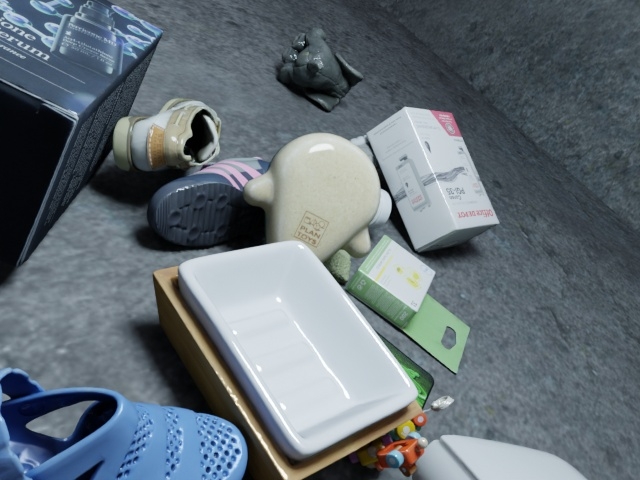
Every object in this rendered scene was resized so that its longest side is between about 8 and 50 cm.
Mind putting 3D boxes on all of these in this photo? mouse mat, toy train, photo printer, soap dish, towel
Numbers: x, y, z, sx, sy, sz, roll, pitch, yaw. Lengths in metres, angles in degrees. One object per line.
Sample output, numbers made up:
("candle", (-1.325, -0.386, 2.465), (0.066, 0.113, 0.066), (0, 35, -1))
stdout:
("mouse mat", (0.083, 0.189, 0.965), (0.190, 0.007, 0.152), (39, 30, 5))
("toy train", (0.108, 0.253, 0.796), (0.166, 0.125, 0.046), (-19, 85, -56))
("photo printer", (0.279, 0.358, 0.722), (0.256, 0.107, 0.307), (19, 11, -27))
("soap dish", (-0.045, 0.140, 0.775), (0.229, 0.118, 0.290), (-11, 53, -45))
("towel", (0.000, 0.000, 1.075), (0.148, 0.027, 0.110), (35, 49, -28))

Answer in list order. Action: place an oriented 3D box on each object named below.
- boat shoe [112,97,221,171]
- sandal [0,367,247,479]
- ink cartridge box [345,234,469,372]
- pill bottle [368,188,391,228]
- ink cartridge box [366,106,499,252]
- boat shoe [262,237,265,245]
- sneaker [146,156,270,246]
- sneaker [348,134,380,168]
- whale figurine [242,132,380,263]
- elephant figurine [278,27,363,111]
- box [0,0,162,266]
("boat shoe", (-0.210, -0.161, 1.010), (0.104, 0.113, 0.302), (5, 21, 9))
("sandal", (-0.197, 0.185, 0.559), (0.318, 0.138, 0.126), (12, 35, -38))
("ink cartridge box", (0.172, 0.105, 1.129), (0.235, 0.056, 0.171), (36, 29, 5))
("pill bottle", (0.035, -0.075, 1.189), (0.194, 0.108, 0.108), (10, 39, -37))
("ink cartridge box", (0.247, -0.132, 1.380), (0.207, 0.117, 0.282), (-8, 72, -50))
("boat shoe", (-0.055, 0.008, 1.061), (0.100, 0.035, 0.035), (-5, 76, -54))
("sneaker", (-0.169, -0.073, 1.008), (0.131, 0.112, 0.319), (30, 23, 26))
("sneaker", (0.065, -0.155, 1.376), (0.281, 0.105, 0.115), (-12, 77, -50))
("whale figurine", (-0.026, -0.030, 0.978), (0.216, 0.271, 0.141), (26, -5, -16))
("elephant figurine", (0.026, -0.420, 1.646), (0.239, 0.170, 0.185), (32, 55, -37))
("box", (-0.407, -0.201, 0.793), (0.294, 0.212, 0.395), (26, 26, -15))
